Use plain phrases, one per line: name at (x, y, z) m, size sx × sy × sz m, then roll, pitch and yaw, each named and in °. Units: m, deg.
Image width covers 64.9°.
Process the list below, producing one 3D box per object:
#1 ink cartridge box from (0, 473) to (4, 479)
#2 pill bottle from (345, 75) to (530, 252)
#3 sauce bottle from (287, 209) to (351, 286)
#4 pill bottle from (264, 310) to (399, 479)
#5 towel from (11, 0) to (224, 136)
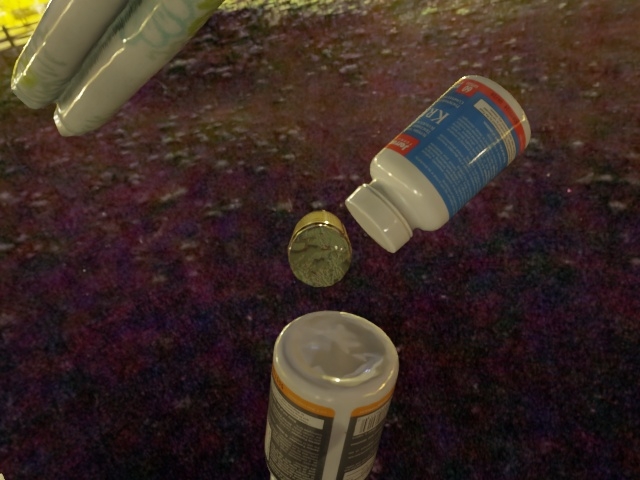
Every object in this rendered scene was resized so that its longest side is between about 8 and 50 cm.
ink cartridge box at (-0.345, 0.299, 0.490) m, size 0.060 × 0.104 × 0.180 m, roll -34°, pitch 77°, yaw -9°
pill bottle at (0.142, -0.091, 0.635) m, size 0.221 × 0.124 × 0.124 m, roll -43°, pitch 38°, yaw -5°
sauce bottle at (0.000, 0.000, 0.981) m, size 0.111 × 0.111 × 0.344 m, roll -12°, pitch 8°, yaw 3°
pill bottle at (0.005, 0.249, 0.692) m, size 0.162 × 0.278 × 0.162 m, roll 6°, pitch 30°, yaw -4°
towel at (-0.074, -0.269, 0.369) m, size 0.374 × 0.090 × 0.321 m, roll -22°, pitch 48°, yaw 42°
